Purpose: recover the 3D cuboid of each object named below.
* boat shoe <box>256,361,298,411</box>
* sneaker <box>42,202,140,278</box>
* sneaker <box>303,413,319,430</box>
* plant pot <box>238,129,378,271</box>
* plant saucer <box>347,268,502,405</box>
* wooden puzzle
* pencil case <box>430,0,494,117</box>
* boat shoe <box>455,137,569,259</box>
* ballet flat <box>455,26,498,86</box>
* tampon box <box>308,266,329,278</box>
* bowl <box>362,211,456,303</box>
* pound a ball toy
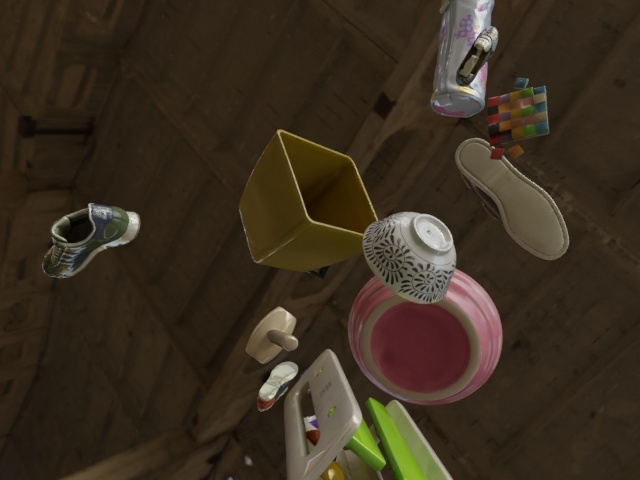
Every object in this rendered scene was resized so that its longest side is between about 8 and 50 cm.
[{"bbox_3d":[-0.094,0.314,1.303,0.049,0.137,0.043,22,-56,18],"label":"boat shoe"},{"bbox_3d":[-0.360,-0.004,0.875,0.192,0.086,0.064,-24,-116,24],"label":"sneaker"},{"bbox_3d":[-0.016,0.355,1.047,0.169,0.068,0.071,78,2,-49],"label":"sneaker"},{"bbox_3d":[-0.037,-0.051,1.168,0.187,0.212,0.212,-40,-125,31],"label":"plant pot"},{"bbox_3d":[0.216,0.212,1.285,0.333,0.084,0.331,4,-73,14],"label":"plant saucer"},{"bbox_3d":[0.169,-0.107,0.516,0.049,0.006,0.083,-10,-121,29],"label":"wooden puzzle"},{"bbox_3d":[0.299,-0.400,1.274,0.114,0.124,0.272,1,-102,31],"label":"pencil case"},{"bbox_3d":[0.425,-0.090,1.344,0.117,0.097,0.324,-41,-105,7],"label":"boat shoe"},{"bbox_3d":[0.273,-0.322,1.045,0.041,0.041,0.114,35,-81,32],"label":"ballet flat"},{"bbox_3d":[0.000,0.000,1.586,0.102,0.120,0.160,25,-79,0],"label":"tampon box"},{"bbox_3d":[0.159,0.010,0.966,0.170,0.170,0.080,55,-44,20],"label":"bowl"},{"bbox_3d":[-0.007,0.204,0.670,0.208,0.319,0.135,38,-91,-6],"label":"pound a ball toy"}]
